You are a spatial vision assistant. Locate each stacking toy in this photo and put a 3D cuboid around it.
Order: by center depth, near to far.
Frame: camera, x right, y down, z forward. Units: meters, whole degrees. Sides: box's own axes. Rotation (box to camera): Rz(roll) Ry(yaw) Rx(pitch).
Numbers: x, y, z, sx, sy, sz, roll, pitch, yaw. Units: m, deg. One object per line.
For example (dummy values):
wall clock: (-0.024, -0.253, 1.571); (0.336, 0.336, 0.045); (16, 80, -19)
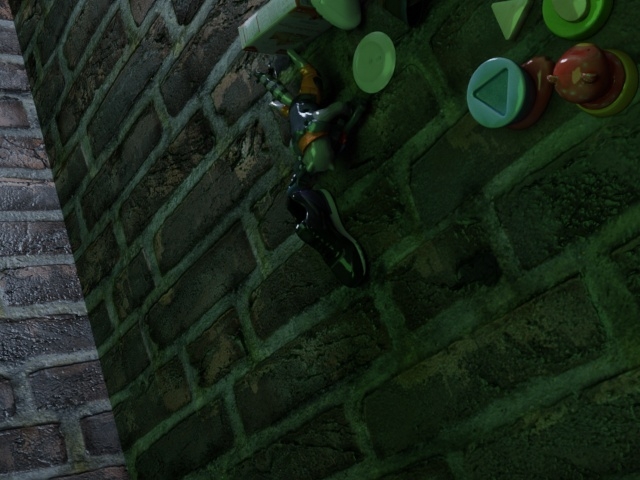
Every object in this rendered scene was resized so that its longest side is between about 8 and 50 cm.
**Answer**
stacking toy: (0.392, -0.348, 1.416); (0.309, 0.130, 0.280); (-8, 86, 48)

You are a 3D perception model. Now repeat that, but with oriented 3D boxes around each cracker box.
cracker box: (-0.074, -0.537, 1.921); (0.232, 0.155, 0.067); (-22, 76, 48)

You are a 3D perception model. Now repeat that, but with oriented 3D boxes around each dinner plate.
dinner plate: (0.119, -0.415, 1.811); (0.141, 0.017, 0.141); (3, 94, 47)

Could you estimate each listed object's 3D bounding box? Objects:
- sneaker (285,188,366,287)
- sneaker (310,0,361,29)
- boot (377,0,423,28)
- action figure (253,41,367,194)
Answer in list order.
sneaker: (0.000, 0.000, 1.882); (0.107, 0.124, 0.283); (-52, 55, 37)
sneaker: (0.030, -0.627, 1.774); (0.129, 0.111, 0.297); (3, 121, 54)
boot: (0.190, -0.555, 1.650); (0.106, 0.082, 0.219); (52, 159, 20)
action figure: (-0.056, -0.271, 1.904); (0.341, 0.178, 0.330); (-55, 44, 32)
